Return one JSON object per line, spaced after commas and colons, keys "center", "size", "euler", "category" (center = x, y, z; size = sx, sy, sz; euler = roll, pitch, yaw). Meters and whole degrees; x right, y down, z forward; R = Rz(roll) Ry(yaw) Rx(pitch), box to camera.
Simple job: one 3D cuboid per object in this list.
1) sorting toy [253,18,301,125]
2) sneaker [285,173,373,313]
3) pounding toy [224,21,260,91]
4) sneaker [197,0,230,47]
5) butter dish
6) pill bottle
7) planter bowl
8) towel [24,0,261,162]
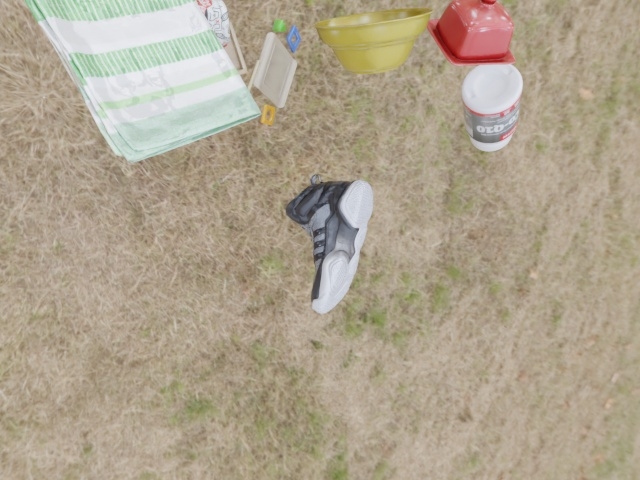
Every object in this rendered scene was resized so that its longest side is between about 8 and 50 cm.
{"center": [-0.161, -0.567, 1.426], "size": [0.196, 0.047, 0.348], "euler": [15, 92, -68], "category": "sorting toy"}
{"center": [0.000, 0.000, 0.844], "size": [0.101, 0.153, 0.269], "euler": [17, 91, -63], "category": "sneaker"}
{"center": [-0.252, -0.451, 1.116], "size": [0.181, 0.094, 0.206], "euler": [-37, 120, -39], "category": "pounding toy"}
{"center": [-0.273, -0.392, 0.908], "size": [0.145, 0.270, 0.090], "euler": [-29, 75, -33], "category": "sneaker"}
{"center": [0.318, -0.441, 0.851], "size": [0.159, 0.160, 0.118], "euler": [-7, 148, -14], "category": "butter dish"}
{"center": [0.522, -0.394, 1.291], "size": [0.161, 0.161, 0.283], "euler": [-60, 154, -2], "category": "pill bottle"}
{"center": [0.097, -0.362, 0.775], "size": [0.217, 0.217, 0.091], "euler": [-24, 125, -25], "category": "planter bowl"}
{"center": [-0.260, -0.295, 0.617], "size": [0.247, 0.038, 0.325], "euler": [-34, 98, -35], "category": "towel"}
